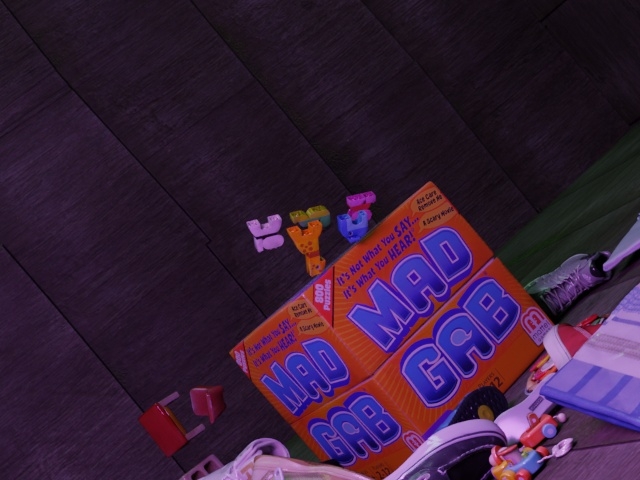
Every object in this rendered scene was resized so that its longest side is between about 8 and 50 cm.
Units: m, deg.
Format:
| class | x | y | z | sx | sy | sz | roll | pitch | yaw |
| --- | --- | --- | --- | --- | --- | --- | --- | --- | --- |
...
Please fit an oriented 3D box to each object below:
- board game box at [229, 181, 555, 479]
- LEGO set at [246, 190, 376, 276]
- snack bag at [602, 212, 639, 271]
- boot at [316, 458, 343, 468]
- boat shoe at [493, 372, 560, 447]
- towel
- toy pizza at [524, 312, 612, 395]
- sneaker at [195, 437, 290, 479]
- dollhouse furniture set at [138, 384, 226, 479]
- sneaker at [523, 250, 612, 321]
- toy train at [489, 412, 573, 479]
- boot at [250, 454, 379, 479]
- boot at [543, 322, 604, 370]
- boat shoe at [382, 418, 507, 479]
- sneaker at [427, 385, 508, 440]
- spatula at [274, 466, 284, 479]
| class | x | y | z | sx | sy | sz | roll | pitch | yaw |
| --- | --- | --- | --- | --- | --- | --- | --- | --- | --- |
| board game box | 0.126 | 0.185 | 2.234 | 0.356 | 0.356 | 0.356 | -41 | 0 | -32 |
| LEGO set | 0.000 | 0.000 | 2.073 | 0.227 | 0.093 | 0.087 | -14 | 29 | -16 |
| snack bag | 0.681 | -0.076 | 2.253 | 0.342 | 0.037 | 0.323 | -40 | -1 | 37 |
| boot | -0.151 | 0.571 | 2.116 | 0.445 | 0.146 | 0.367 | -36 | 3 | 17 |
| boat shoe | 0.295 | 0.244 | 1.730 | 0.142 | 0.049 | 0.040 | -43 | -34 | 1 |
| towel | 0.412 | 0.112 | 1.460 | 0.285 | 0.034 | 0.209 | -42 | 22 | -18 |
| toy pizza | 0.390 | 0.168 | 1.923 | 0.201 | 0.032 | 0.201 | -40 | 0 | 0 |
| sneaker | -0.168 | 0.424 | 2.122 | 0.169 | 0.108 | 0.292 | -44 | -10 | 31 |
| dollhouse furniture set | -0.188 | 0.445 | 2.397 | 0.201 | 0.374 | 0.152 | -42 | -6 | 28 |
| sneaker | 0.458 | 0.083 | 2.294 | 0.229 | 0.086 | 0.132 | -39 | 1 | -27 |
| toy train | 0.267 | 0.261 | 1.594 | 0.125 | 0.046 | 0.166 | -41 | -1 | 1 |
| boot | -0.010 | 0.456 | 1.955 | 0.095 | 0.262 | 0.203 | 48 | -128 | -59 |
| boot | 0.396 | 0.130 | 1.658 | 0.176 | 0.088 | 0.244 | -40 | 8 | 8 |
| boat shoe | 0.134 | 0.345 | 1.621 | 0.301 | 0.108 | 0.102 | -28 | 29 | -16 |
| sneaker | 0.210 | 0.298 | 1.901 | 0.209 | 0.069 | 0.082 | -40 | -4 | -41 |
| spatula | -0.077 | 0.477 | 1.896 | 0.168 | 0.019 | 0.242 | -45 | 38 | 27 |
